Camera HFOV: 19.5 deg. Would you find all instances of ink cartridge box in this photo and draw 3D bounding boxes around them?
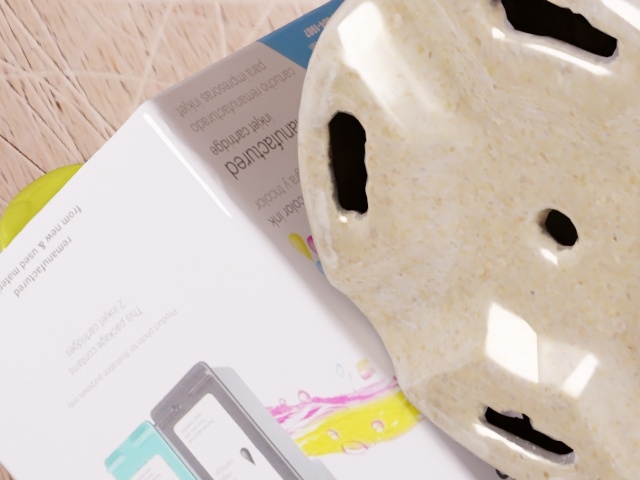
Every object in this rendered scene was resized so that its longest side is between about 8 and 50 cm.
[{"bbox_3d":[0.002,0.067,0.853,0.270,0.198,0.197,49,124,2],"label":"ink cartridge box"}]

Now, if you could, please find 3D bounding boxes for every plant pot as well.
[{"bbox_3d":[0.166,-0.061,0.733,0.334,0.305,0.333,25,131,32],"label":"plant pot"}]

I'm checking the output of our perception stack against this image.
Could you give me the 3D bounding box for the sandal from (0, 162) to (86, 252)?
[{"bbox_3d":[-0.094,0.074,1.226,0.317,0.126,0.138,42,158,24],"label":"sandal"}]
